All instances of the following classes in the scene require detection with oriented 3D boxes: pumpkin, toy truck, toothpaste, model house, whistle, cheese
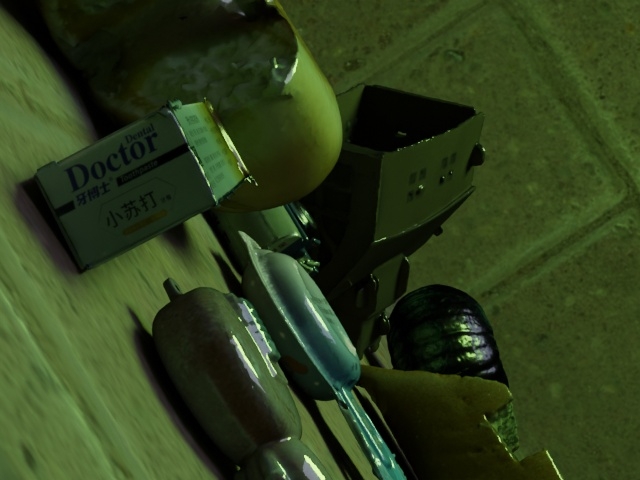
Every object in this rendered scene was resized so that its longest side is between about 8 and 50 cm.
[{"bbox_3d":[0.145,0.149,2.280,0.202,0.140,0.202,162,-90,-90],"label":"pumpkin"},{"bbox_3d":[-0.071,-0.040,1.684,0.201,0.074,0.088,59,13,26],"label":"toy truck"},{"bbox_3d":[-0.098,-0.038,1.158,0.071,0.089,0.313,64,3,-4],"label":"toothpaste"},{"bbox_3d":[0.018,-0.010,1.844,0.211,0.204,0.243,-28,128,-53],"label":"model house"},{"bbox_3d":[-0.029,0.108,1.054,0.220,0.057,0.107,60,4,20],"label":"whistle"},{"bbox_3d":[0.000,0.095,1.544,0.244,0.052,0.135,59,7,14],"label":"cheese"}]

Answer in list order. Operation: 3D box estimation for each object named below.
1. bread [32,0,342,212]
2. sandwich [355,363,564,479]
[{"bbox_3d":[-0.114,-0.164,1.437,0.333,0.160,0.333,58,3,-5],"label":"bread"},{"bbox_3d":[0.139,0.200,1.891,0.235,0.128,0.122,59,-3,28],"label":"sandwich"}]
